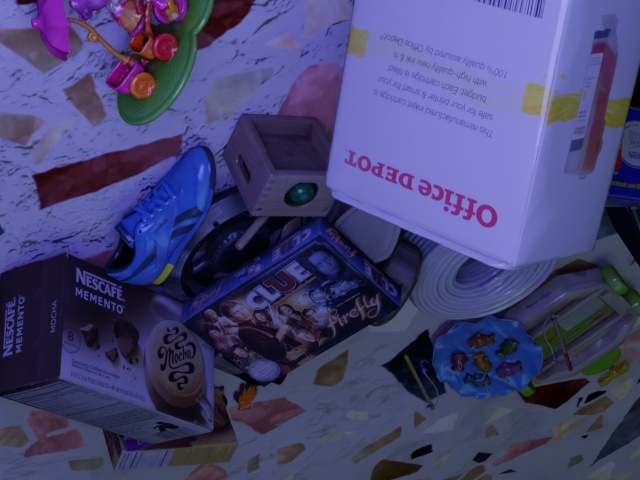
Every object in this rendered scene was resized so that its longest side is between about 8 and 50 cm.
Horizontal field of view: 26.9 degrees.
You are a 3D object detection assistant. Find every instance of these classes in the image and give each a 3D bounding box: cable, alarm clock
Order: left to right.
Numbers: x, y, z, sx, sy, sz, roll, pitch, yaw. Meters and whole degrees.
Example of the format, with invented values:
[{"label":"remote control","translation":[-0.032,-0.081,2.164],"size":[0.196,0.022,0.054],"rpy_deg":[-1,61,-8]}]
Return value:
[{"label":"alarm clock","translation":[0.093,0.061,1.857],"size":[0.064,0.192,0.129],"rpy_deg":[30,98,-10]},{"label":"cable","translation":[0.232,0.018,1.987],"size":[0.257,0.089,0.257],"rpy_deg":[-19,144,-10]}]

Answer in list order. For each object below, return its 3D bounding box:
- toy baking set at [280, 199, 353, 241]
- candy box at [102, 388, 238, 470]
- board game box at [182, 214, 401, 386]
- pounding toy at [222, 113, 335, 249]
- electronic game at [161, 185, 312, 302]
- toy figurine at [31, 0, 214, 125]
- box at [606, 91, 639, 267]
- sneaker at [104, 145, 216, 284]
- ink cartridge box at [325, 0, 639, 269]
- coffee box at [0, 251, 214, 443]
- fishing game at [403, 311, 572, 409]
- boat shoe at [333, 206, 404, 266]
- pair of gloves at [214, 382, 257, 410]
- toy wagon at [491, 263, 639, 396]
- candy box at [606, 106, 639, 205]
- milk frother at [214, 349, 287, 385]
[{"label":"toy baking set","translation":[-0.002,0.005,1.837],"size":[0.256,0.030,0.196],"rpy_deg":[-12,137,-52]},{"label":"candy box","translation":[-0.229,0.282,2.008],"size":[0.187,0.109,0.053],"rpy_deg":[2,135,-29]},{"label":"board game box","translation":[-0.039,0.084,1.761],"size":[0.243,0.042,0.165],"rpy_deg":[-33,122,26]},{"label":"pounding toy","translation":[-0.053,-0.072,1.655],"size":[0.130,0.141,0.100],"rpy_deg":[0,137,-31]},{"label":"electronic game","translation":[-0.112,0.004,1.792],"size":[0.229,0.048,0.229],"rpy_deg":[-25,148,-17]},{"label":"toy figurine","translation":[-0.218,-0.230,1.401],"size":[0.159,0.130,0.173],"rpy_deg":[29,96,-38]},{"label":"box","translation":[0.566,-0.105,1.963],"size":[0.294,0.182,0.296],"rpy_deg":[-31,142,4]},{"label":"sneaker","translation":[-0.200,-0.029,1.662],"size":[0.082,0.069,0.209],"rpy_deg":[9,123,-40]},{"label":"ink cartridge box","translation":[0.176,-0.198,1.394],"size":[0.160,0.279,0.384],"rpy_deg":[-8,115,-44]},{"label":"coffee box","translation":[-0.275,0.147,1.747],"size":[0.119,0.168,0.297],"rpy_deg":[-17,151,31]},{"label":"fishing game","translation":[0.277,0.200,2.210],"size":[0.264,0.041,0.189],"rpy_deg":[-14,126,12]},{"label":"boat shoe","translation":[0.064,-0.008,1.766],"size":[0.079,0.084,0.233],"rpy_deg":[-52,174,-30]},{"label":"pair of gloves","translation":[-0.140,0.251,2.114],"size":[0.083,0.010,0.074],"rpy_deg":[-9,141,-22]},{"label":"toy wagon","translation":[0.439,0.168,2.324],"size":[0.267,0.068,0.344],"rpy_deg":[-36,144,14]},{"label":"candy box","translation":[0.247,-0.107,1.670],"size":[0.268,0.122,0.317],"rpy_deg":[5,177,-38]},{"label":"milk frother","translation":[-0.099,0.129,1.934],"size":[0.135,0.129,0.143],"rpy_deg":[30,74,-50]}]
